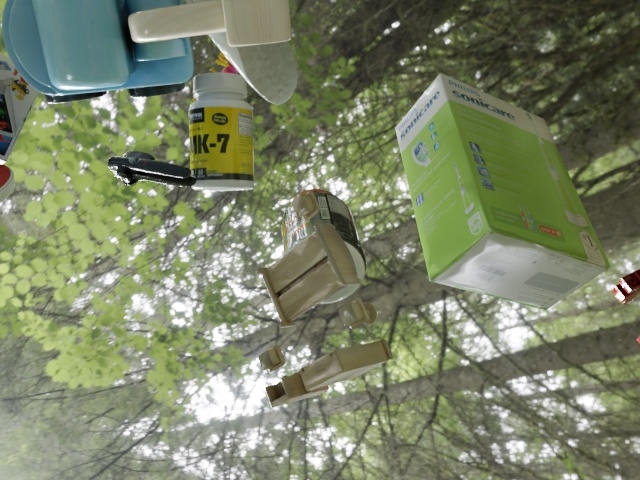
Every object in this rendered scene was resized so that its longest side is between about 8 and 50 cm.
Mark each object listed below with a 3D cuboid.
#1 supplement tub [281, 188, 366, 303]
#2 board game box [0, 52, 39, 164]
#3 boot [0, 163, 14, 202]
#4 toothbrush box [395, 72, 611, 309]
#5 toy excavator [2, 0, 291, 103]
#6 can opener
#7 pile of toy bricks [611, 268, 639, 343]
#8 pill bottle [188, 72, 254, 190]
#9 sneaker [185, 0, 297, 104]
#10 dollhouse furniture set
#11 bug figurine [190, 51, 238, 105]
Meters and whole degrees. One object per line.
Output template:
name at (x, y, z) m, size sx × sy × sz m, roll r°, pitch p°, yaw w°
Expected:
supplement tub at (0.000, 0.000, 1.575) m, size 0.194 × 0.193 × 0.316 m, roll 37°, pitch -161°, yaw -22°
board game box at (-0.667, -0.285, 1.084) m, size 0.305 × 0.053 × 0.192 m, roll 32°, pitch -121°, yaw -37°
boot at (-0.637, -0.110, 0.994) m, size 0.244 × 0.176 × 0.088 m, roll -20°, pitch -131°, yaw -17°
toothbrush box at (0.238, -0.068, 0.858) m, size 0.206 × 0.122 × 0.283 m, roll 14°, pitch -130°, yaw -26°
toy excavator at (-0.277, -0.316, 0.943) m, size 0.433 × 0.445 × 0.222 m, roll -8°, pitch -69°, yaw -7°
can opener at (-0.309, -0.130, 1.132) m, size 0.073 × 0.186 × 0.059 m, roll -68°, pitch -29°, yaw -17°
pile of toy bricks at (0.403, 0.060, 0.657) m, size 0.212 × 0.105 × 0.118 m, roll -24°, pitch -119°, yaw -9°
pill bottle at (-0.186, -0.199, 1.167) m, size 0.119 × 0.119 × 0.208 m, roll -3°, pitch -88°, yaw -39°
sneaker at (-0.123, -0.314, 0.965) m, size 0.090 × 0.095 × 0.235 m, roll -45°, pitch -61°, yaw -15°
dollhouse furniture set at (-0.016, 0.127, 1.327) m, size 0.174 × 0.303 × 0.355 m, roll 2°, pitch -121°, yaw -51°
bug figurine at (-0.241, -0.396, 1.524) m, size 0.072 × 0.216 × 0.279 m, roll 30°, pitch -157°, yaw -16°
